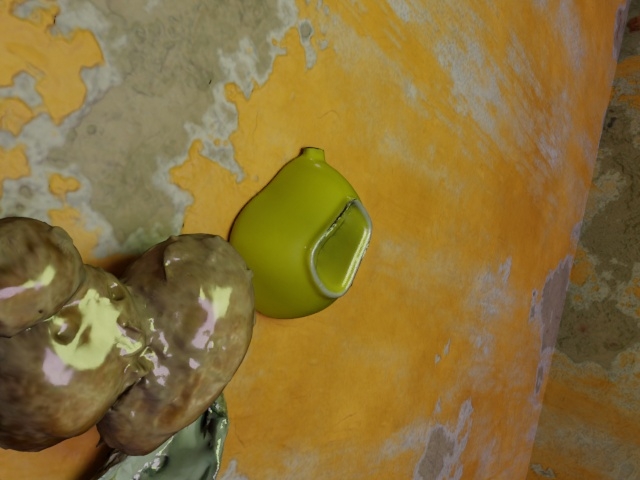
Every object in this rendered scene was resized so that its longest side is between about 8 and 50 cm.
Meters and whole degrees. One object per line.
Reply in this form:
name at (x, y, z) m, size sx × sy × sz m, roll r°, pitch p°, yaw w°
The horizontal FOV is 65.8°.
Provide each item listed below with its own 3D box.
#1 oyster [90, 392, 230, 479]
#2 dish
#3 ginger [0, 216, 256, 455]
oyster at (-0.207, 0.283, 0.568) m, size 0.200 × 0.087 × 0.251 m, roll 18°, pitch 66°, yaw -31°
dish at (0.000, 0.000, 0.733) m, size 0.262 × 0.108 × 0.221 m, roll -58°, pitch 137°, yaw -23°
ginger at (-0.204, 0.093, 0.469) m, size 0.304 × 0.155 × 0.244 m, roll 15°, pitch 103°, yaw -56°
